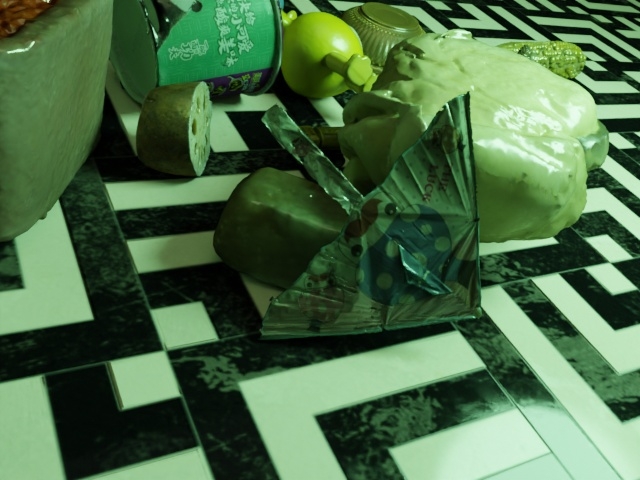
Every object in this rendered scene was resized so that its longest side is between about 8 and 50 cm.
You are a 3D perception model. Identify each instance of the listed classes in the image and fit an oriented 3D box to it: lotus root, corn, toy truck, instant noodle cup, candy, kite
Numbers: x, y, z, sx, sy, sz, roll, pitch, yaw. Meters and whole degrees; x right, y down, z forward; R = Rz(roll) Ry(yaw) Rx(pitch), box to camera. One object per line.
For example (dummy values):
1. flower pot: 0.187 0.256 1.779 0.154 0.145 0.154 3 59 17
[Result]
1. lotus root: -0.187 -0.150 0.846 0.081 0.112 0.122 10 39 0
2. corn: 0.489 -0.408 1.459 0.288 0.087 0.086 -8 44 -27
3. toy truck: -0.004 -0.141 0.954 0.083 0.054 0.049 -4 43 -25
4. instant noodle cup: -0.202 -0.316 0.957 0.190 0.251 0.251 -23 53 -30
5. instant noodle cup: 0.128 -0.420 1.327 0.273 0.091 0.274 11 39 -9
6. candy: 0.000 0.000 0.743 0.233 0.102 0.104 20 37 -1
7. kite: 0.054 -0.016 0.667 0.314 0.335 0.011 42 0 -10

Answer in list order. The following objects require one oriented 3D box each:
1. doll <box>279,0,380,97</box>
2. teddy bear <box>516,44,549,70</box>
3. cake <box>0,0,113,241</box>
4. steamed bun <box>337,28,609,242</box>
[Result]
1. doll: -0.024 -0.334 1.143 0.363 0.145 0.199 43 4 42
2. teddy bear: 0.384 -0.335 1.343 0.160 0.078 0.119 -27 76 -22
3. cake: -0.380 -0.176 0.707 0.236 0.230 0.309 16 37 -5
4. steamed bun: 0.194 -0.116 0.859 0.324 0.230 0.372 29 41 13
